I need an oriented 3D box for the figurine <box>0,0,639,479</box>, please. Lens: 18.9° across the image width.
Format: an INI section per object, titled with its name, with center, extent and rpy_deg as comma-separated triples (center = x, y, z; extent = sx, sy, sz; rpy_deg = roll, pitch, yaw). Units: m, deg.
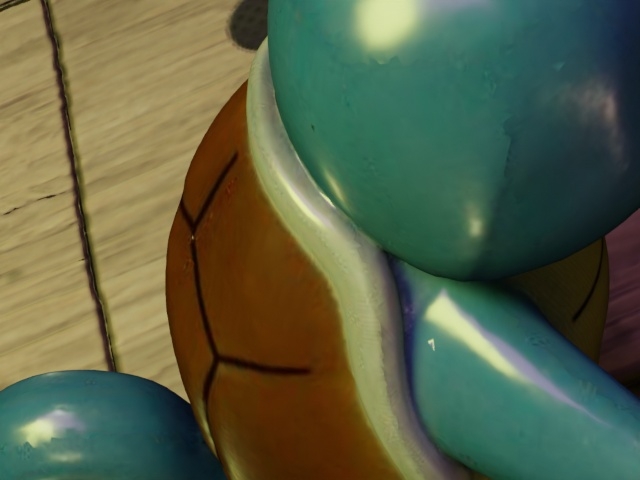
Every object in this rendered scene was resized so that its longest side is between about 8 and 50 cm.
[figurine]
center = 0.032, 0.017, 0.746
extent = 0.416, 0.243, 0.298
rpy_deg = -51, 27, 44
